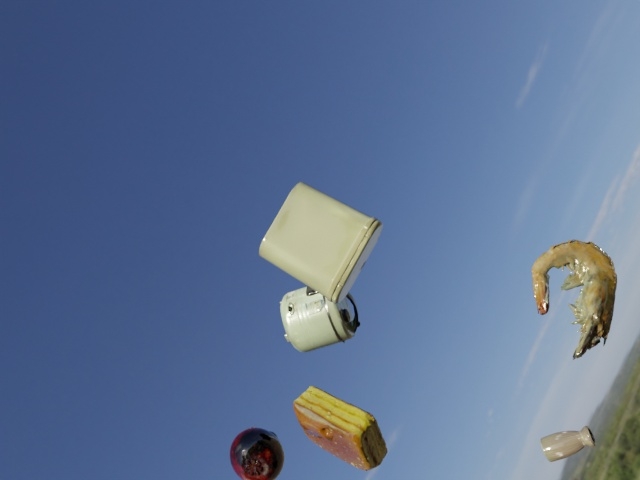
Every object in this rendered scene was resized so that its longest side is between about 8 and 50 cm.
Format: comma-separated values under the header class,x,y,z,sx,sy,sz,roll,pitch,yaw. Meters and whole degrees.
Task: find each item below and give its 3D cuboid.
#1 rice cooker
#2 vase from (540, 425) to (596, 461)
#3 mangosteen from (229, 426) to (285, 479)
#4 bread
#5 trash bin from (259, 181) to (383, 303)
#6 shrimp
class,x,y,z,sx,sy,sz,roll,pitch,yaw
rice cooker,0.001,0.241,2.145,0.226,0.244,0.226,-19,-90,-75
vase,0.514,0.420,1.351,0.101,0.053,0.053,-26,-19,22
mangosteen,-0.194,0.674,2.065,0.200,0.200,0.199,-40,-38,-40
bread,0.051,0.518,1.779,0.110,0.234,0.184,-46,-47,-32
trash bin,0.000,0.000,1.681,0.243,0.247,0.121,-59,-13,-1
shrimp,0.501,0.107,1.302,0.058,0.173,0.253,83,-150,-65
